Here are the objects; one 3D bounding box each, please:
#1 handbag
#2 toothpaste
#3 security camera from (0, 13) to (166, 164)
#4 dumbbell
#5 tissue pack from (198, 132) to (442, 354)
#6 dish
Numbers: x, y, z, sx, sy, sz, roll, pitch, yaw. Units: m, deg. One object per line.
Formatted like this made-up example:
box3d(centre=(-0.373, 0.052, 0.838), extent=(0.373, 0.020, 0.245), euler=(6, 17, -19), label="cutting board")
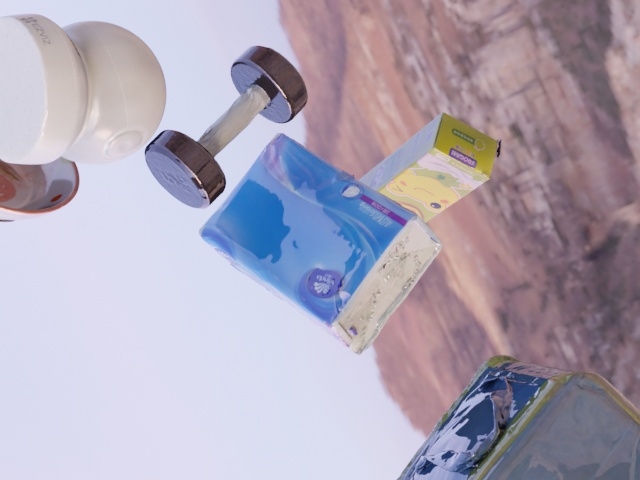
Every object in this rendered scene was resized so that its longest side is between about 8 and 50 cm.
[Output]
box3d(centre=(0.229, 0.264, 1.324), extent=(0.222, 0.263, 0.241), euler=(38, 174, -6), label="handbag")
box3d(centre=(0.163, -0.099, 2.050), extent=(0.110, 0.327, 0.077), euler=(25, -118, -17), label="toothpaste")
box3d(centre=(-0.308, -0.196, 1.590), extent=(0.236, 0.194, 0.195), euler=(-10, -108, -46), label="security camera")
box3d(centre=(-0.107, -0.133, 1.434), extent=(0.100, 0.191, 0.100), euler=(35, 156, 18), label="dumbbell")
box3d(centre=(0.000, 0.000, 1.700), extent=(0.263, 0.198, 0.146), euler=(34, 173, 30), label="tissue pack")
box3d(centre=(-0.518, -0.108, 1.957), extent=(0.260, 0.085, 0.260), euler=(25, -147, -17), label="dish")
